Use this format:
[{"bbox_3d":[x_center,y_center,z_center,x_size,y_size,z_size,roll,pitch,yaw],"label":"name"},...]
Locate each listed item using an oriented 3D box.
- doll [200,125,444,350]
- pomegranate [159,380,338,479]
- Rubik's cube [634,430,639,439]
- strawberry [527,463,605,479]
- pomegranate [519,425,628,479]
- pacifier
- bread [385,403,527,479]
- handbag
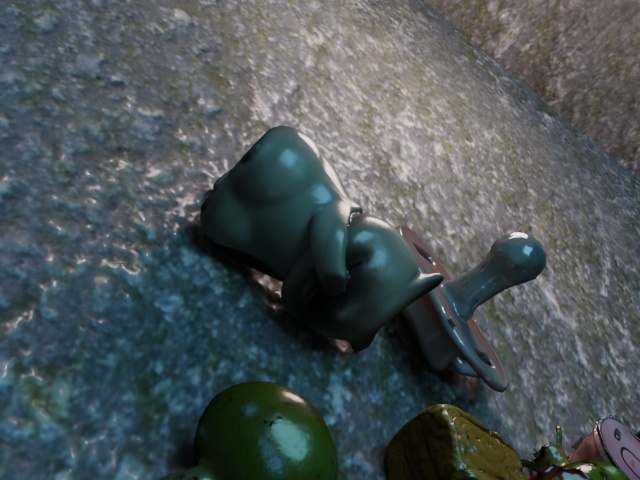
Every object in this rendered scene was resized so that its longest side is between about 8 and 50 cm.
[{"bbox_3d":[-0.018,-0.010,1.444,0.370,0.215,0.226,47,15,10],"label":"doll"},{"bbox_3d":[-0.074,0.266,1.094,0.179,0.179,0.210,40,51,-6],"label":"pomegranate"},{"bbox_3d":[0.820,0.407,1.825,0.305,0.301,0.304,-2,52,-49],"label":"Rubik's cube"},{"bbox_3d":[0.236,0.431,1.215,0.253,0.150,0.280,5,64,-5],"label":"strawberry"},{"bbox_3d":[0.395,0.401,1.514,0.156,0.156,0.220,23,5,-30],"label":"pomegranate"},{"bbox_3d":[0.237,0.097,1.614,0.220,0.273,0.332,-6,54,-32],"label":"pacifier"},{"bbox_3d":[0.187,0.324,1.343,0.158,0.143,0.149,26,35,-34],"label":"bread"},{"bbox_3d":[0.503,0.411,1.625,0.205,0.116,0.179,41,30,-2],"label":"handbag"}]
